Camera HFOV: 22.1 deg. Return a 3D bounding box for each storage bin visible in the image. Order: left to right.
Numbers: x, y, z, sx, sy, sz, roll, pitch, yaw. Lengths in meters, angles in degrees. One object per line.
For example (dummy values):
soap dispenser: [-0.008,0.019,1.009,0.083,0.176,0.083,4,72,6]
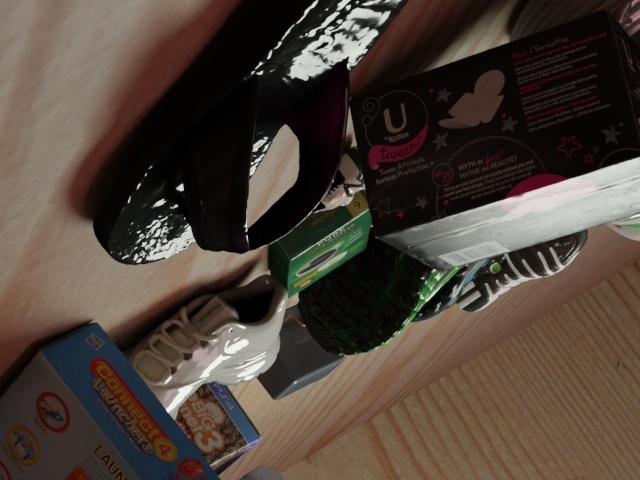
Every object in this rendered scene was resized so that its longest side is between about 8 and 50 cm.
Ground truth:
storage bin: [-0.033,0.142,2.132,0.135,0.091,0.098,-23,164,-45]

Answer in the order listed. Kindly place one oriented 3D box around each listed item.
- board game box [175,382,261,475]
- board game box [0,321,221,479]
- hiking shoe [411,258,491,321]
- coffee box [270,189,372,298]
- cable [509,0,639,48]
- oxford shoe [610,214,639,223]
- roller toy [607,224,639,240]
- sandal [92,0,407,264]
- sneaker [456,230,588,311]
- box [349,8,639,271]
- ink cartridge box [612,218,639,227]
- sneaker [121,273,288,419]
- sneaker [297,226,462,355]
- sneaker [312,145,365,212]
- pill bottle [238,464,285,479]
board game box: [-0.257,0.276,1.917,0.291,0.141,0.232,-22,163,-51]
board game box: [-0.230,0.290,1.637,0.302,0.308,0.086,-45,169,37]
hiking shoe: [0.191,0.005,2.128,0.132,0.113,0.304,-19,161,-48]
coffee box: [0.000,0.000,1.781,0.113,0.040,0.184,-33,168,-9]
cable: [0.294,-0.225,1.565,0.257,0.089,0.257,-25,166,-39]
oxford shoe: [0.419,-0.149,1.591,0.449,0.169,0.130,-29,167,11]
roller toy: [0.420,-0.108,2.087,0.146,0.209,0.191,-31,162,-16]
sandal: [-0.042,-0.076,1.211,0.167,0.107,0.446,-24,165,-39]
sneaker: [0.332,0.006,2.581,0.281,0.106,0.162,-31,178,42]
box: [0.177,-0.083,1.455,0.247,0.142,0.163,-17,161,22]
ink cartridge box: [0.341,-0.096,1.838,0.211,0.121,0.289,8,173,13]
sneaker: [-0.153,0.119,1.756,0.297,0.111,0.129,-32,157,-39]
sneaker: [0.118,0.017,1.939,0.343,0.134,0.146,-39,168,21]
sneaker: [0.018,-0.056,1.614,0.044,0.040,0.109,-25,165,-27]
pill bottle: [-0.140,0.372,1.939,0.246,0.136,0.136,-31,168,-25]
